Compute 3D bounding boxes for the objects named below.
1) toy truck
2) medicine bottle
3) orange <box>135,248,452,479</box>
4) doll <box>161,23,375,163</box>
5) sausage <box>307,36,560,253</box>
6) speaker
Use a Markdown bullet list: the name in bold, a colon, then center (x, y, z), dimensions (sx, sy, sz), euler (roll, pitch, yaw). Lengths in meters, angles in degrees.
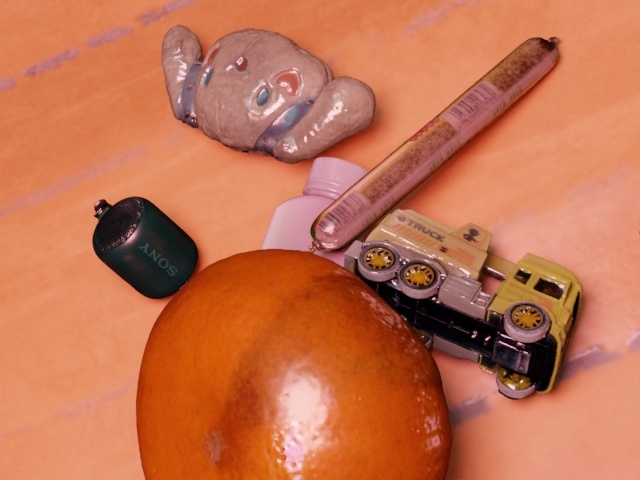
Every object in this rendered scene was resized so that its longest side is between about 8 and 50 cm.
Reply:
- **toy truck**: center (0.104, 0.033, 1.011), dimensions (0.169, 0.077, 0.100), euler (21, 49, 19)
- **medicine bottle**: center (0.000, 0.000, 1.076), dimensions (0.074, 0.055, 0.118), euler (13, 73, 19)
- **orange**: center (-0.017, 0.123, 0.953), dimensions (0.240, 0.171, 0.240), euler (3, 94, 47)
- **doll**: center (-0.049, -0.117, 1.132), dimensions (0.214, 0.071, 0.103), euler (25, 83, 32)
- **sausage**: center (0.088, -0.075, 1.061), dimensions (0.269, 0.033, 0.033), euler (-41, 61, -19)
- **speaker**: center (-0.148, 0.004, 1.114), dimensions (0.094, 0.075, 0.060), euler (5, 59, 46)
